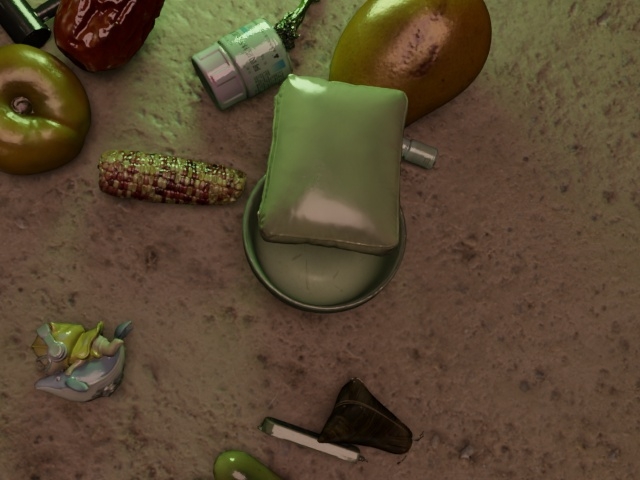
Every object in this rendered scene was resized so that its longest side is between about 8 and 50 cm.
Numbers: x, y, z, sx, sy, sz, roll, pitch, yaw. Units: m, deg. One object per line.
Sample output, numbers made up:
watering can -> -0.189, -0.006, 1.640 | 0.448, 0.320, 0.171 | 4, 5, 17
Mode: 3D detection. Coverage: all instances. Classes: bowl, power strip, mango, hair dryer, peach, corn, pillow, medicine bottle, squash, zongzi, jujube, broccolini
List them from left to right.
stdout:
peach -> -0.563, -0.246, 1.574 | 0.251, 0.153, 0.251 | -1, 93, -20
hair dryer -> -0.527, -0.489, 1.644 | 0.248, 0.070, 0.114 | -39, 90, -13
jujube -> -0.407, -0.447, 1.599 | 0.174, 0.174, 0.250 | 32, 79, -2
corn -> -0.290, -0.120, 1.616 | 0.290, 0.098, 0.098 | 5, 83, -10
medicine bottle -> -0.155, -0.348, 1.637 | 0.169, 0.135, 0.135 | -31, 88, -6
squash -> -0.099, 0.490, 1.580 | 0.250, 0.083, 0.083 | 38, 81, -5
broccolini -> -0.033, -0.496, 1.705 | 0.058, 0.067, 0.216 | 38, 78, -41
power strip -> -0.011, 0.389, 1.598 | 0.227, 0.080, 0.029 | 20, 83, -5
bowl -> 0.000, 0.000, 1.586 | 0.307, 0.163, 0.307 | 2, 72, -7
pillow -> 0.027, -0.138, 1.488 | 0.256, 0.120, 0.322 | 8, 71, -3
zongzi -> 0.091, 0.379, 1.569 | 0.187, 0.184, 0.084 | 41, 124, -3
mango -> 0.169, -0.363, 1.638 | 0.264, 0.221, 0.378 | 42, 89, -4
medicine bottle -> 0.197, -0.182, 1.703 | 0.083, 0.047, 0.047 | 21, 82, -3

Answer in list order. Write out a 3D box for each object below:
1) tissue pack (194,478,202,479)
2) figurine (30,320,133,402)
tissue pack -> -0.221, 0.523, 1.564 | 0.085, 0.079, 0.111 | 24, 80, 28
figurine -> -0.443, 0.214, 1.547 | 0.208, 0.128, 0.183 | -39, 87, -17
